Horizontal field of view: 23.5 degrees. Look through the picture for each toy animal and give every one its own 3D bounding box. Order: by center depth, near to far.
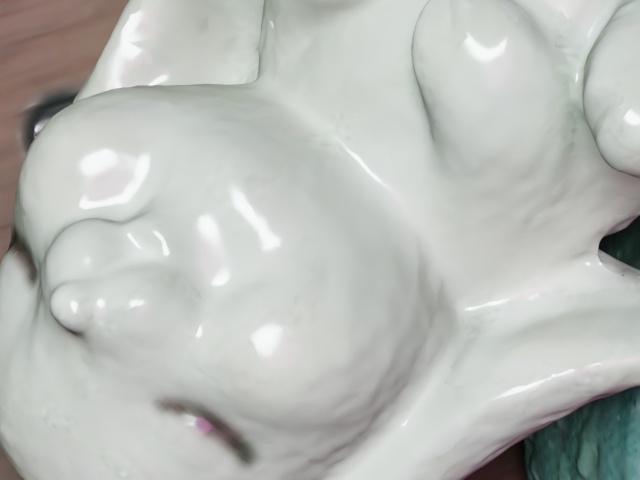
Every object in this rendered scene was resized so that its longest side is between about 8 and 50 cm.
[{"bbox_3d":[0.000,0.000,0.552,0.272,0.206,0.265,40,88,21],"label":"toy animal"}]

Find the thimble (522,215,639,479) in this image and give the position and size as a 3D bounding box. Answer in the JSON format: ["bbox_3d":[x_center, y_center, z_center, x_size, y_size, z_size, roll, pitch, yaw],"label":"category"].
[{"bbox_3d":[0.205,0.063,0.653,0.235,0.143,0.198,-21,101,-14],"label":"thimble"}]
